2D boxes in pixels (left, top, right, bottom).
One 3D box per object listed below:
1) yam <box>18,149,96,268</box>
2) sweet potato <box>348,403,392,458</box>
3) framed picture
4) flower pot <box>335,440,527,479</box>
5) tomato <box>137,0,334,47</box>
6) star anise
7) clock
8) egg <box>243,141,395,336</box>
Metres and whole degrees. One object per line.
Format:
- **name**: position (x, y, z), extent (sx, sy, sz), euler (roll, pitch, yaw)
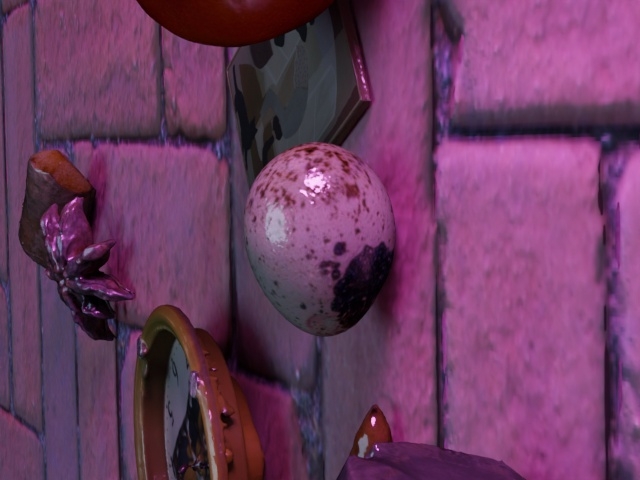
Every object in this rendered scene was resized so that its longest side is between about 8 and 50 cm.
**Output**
- **yam**: position (-0.248, -0.032, 1.548), extent (0.146, 0.070, 0.069), euler (110, 149, -46)
- **sweet potato**: position (0.015, 0.218, 0.937), extent (0.069, 0.059, 0.249), euler (-115, 33, -68)
- **framed picture**: position (-0.019, -0.100, 1.044), extent (0.201, 0.010, 0.136), euler (128, 136, -59)
- **flower pot**: position (0.052, 0.158, 0.728), extent (0.157, 0.157, 0.106), euler (39, 115, 62)
- **tomato**: position (-0.045, -0.206, 0.914), extent (0.195, 0.136, 0.195), euler (169, 90, -69)
- **star anise**: position (-0.218, 0.026, 1.472), extent (0.141, 0.042, 0.141), euler (39, 139, 44)
- **clock**: position (-0.085, 0.161, 1.176), extent (0.237, 0.057, 0.237), euler (176, 90, -70)
- **egg**: position (0.000, 0.000, 0.908), extent (0.085, 0.085, 0.110), euler (-161, 64, -67)
